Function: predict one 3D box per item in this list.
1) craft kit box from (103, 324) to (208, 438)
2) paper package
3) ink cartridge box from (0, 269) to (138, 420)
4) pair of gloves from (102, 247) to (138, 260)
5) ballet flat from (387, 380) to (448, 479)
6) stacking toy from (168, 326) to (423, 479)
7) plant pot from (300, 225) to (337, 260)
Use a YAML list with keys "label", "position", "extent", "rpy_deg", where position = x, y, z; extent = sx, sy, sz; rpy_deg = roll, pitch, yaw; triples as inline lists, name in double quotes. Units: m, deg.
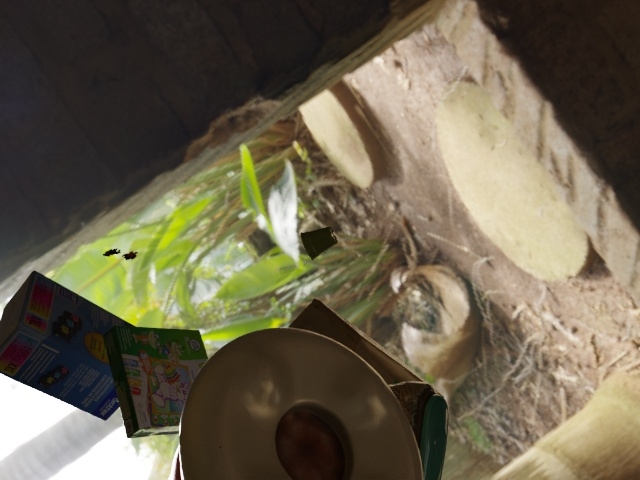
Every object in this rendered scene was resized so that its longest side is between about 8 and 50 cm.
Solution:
- label: "craft kit box"
  position: [-0.350, 0.317, 1.491]
  extent: [0.246, 0.061, 0.250]
  rpy_deg: [16, -137, -51]
- label: "paper package"
  position: [0.100, 0.335, 1.688]
  extent: [0.325, 0.168, 0.309]
  rpy_deg: [40, 177, -27]
- label: "ink cartridge box"
  position: [-0.622, 0.285, 1.699]
  extent: [0.395, 0.151, 0.270]
  rpy_deg: [38, -168, -29]
- label: "pair of gloves"
  position: [-0.543, 0.038, 1.784]
  extent: [0.074, 0.083, 0.010]
  rpy_deg: [-79, -2, -77]
- label: "ballet flat"
  position: [0.107, 0.465, 1.025]
  extent: [0.164, 0.182, 0.483]
  rpy_deg: [33, -126, -52]
- label: "stacking toy"
  position: [-0.115, 0.379, 0.957]
  extent: [0.350, 0.350, 0.480]
  rpy_deg: [54, 131, 13]
- label: "plant pot"
  position: [0.000, 0.000, 1.727]
  extent: [0.083, 0.079, 0.083]
  rpy_deg: [61, -169, -20]
